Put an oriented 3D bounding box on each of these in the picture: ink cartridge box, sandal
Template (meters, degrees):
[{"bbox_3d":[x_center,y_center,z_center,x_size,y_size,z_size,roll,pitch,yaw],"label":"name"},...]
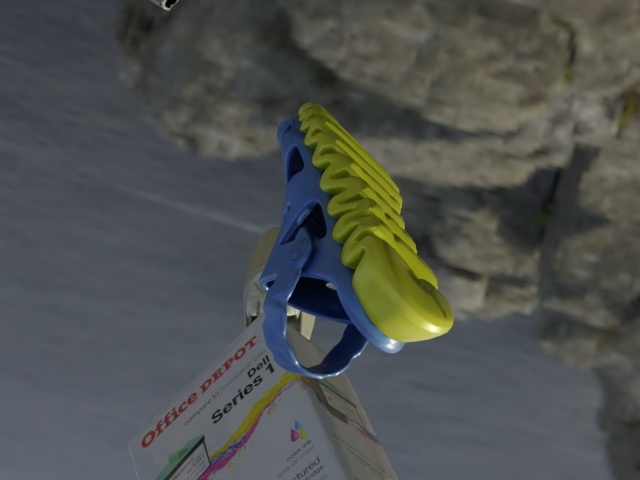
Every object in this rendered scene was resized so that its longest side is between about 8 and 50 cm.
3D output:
[{"bbox_3d":[-0.049,0.226,1.654,0.117,0.201,0.278,40,-168,-32],"label":"ink cartridge box"},{"bbox_3d":[0.000,0.000,1.483,0.126,0.138,0.317,42,-163,-28],"label":"sandal"}]

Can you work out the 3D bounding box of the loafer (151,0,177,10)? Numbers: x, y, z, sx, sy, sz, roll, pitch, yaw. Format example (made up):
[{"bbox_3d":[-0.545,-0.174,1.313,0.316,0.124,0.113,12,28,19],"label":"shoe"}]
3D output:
[{"bbox_3d":[-0.085,-0.306,1.672,0.087,0.251,0.094,55,-156,7],"label":"loafer"}]

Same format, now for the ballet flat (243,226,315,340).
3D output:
[{"bbox_3d":[-0.050,0.106,2.023,0.086,0.248,0.086,1,176,0],"label":"ballet flat"}]
